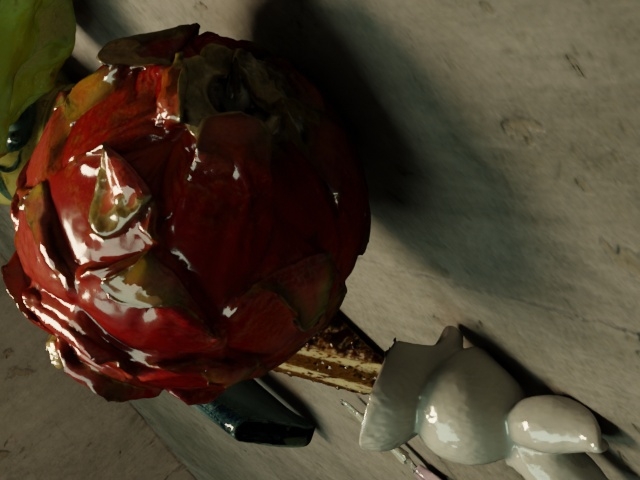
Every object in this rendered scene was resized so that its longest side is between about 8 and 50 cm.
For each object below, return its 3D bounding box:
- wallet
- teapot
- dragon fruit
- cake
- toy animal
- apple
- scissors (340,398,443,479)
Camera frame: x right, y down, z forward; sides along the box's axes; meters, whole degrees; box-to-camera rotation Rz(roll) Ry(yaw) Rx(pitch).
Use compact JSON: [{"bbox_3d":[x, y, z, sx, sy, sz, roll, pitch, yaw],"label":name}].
[{"bbox_3d":[-0.184,0.169,2.258,0.379,0.046,0.190,36,-165,33],"label":"wallet"},{"bbox_3d":[-0.301,-0.120,1.815,0.182,0.173,0.269,6,174,21],"label":"teapot"},{"bbox_3d":[-0.100,-0.018,1.248,0.277,0.277,0.342,45,127,5],"label":"dragon fruit"},{"bbox_3d":[-0.054,0.106,1.713,0.246,0.135,0.112,44,164,10],"label":"cake"},{"bbox_3d":[0.155,0.149,1.371,0.220,0.131,0.104,14,119,18],"label":"toy animal"},{"bbox_3d":[-0.348,-0.198,1.530,0.246,0.246,0.226,46,151,5],"label":"apple"},{"bbox_3d":[0.103,0.254,1.882,0.212,0.021,0.110,44,168,11],"label":"scissors"}]
